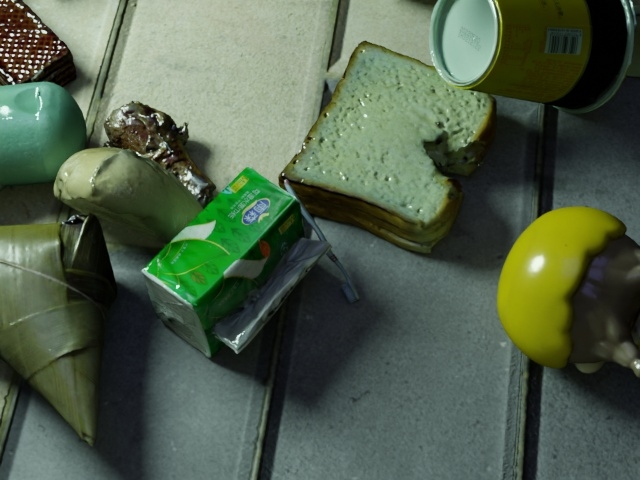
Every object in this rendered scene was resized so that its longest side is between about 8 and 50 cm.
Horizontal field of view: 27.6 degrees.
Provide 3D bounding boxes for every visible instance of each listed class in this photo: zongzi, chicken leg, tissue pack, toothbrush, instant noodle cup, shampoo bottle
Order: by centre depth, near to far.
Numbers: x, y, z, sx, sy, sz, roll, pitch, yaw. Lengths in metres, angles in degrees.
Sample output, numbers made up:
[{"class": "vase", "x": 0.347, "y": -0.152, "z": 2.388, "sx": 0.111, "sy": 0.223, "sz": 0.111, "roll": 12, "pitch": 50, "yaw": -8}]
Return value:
[{"class": "zongzi", "x": -0.418, "y": 0.123, "z": 1.676, "sx": 0.289, "sy": 0.154, "sz": 0.318, "roll": -4, "pitch": 53, "yaw": 0}, {"class": "tissue pack", "x": -0.102, "y": 0.043, "z": 1.726, "sx": 0.156, "sy": 0.148, "sz": 0.209, "roll": 34, "pitch": 66, "yaw": 21}, {"class": "toothbrush", "x": 0.000, "y": 0.000, "z": 1.782, "sx": 0.019, "sy": 0.013, "sz": 0.193, "roll": -30, "pitch": 90, "yaw": -4}, {"class": "instant noodle cup", "x": 0.287, "y": -0.283, "z": 1.822, "sx": 0.236, "sy": 0.215, "sz": 0.215, "roll": -3, "pitch": 54, "yaw": -36}, {"class": "shampoo bottle", "x": -0.506, "y": -0.142, "z": 1.844, "sx": 0.349, "sy": 0.151, "sz": 0.222, "roll": -4, "pitch": 52, "yaw": -2}, {"class": "chicken leg", "x": -0.226, "y": -0.122, "z": 1.875, "sx": 0.196, "sy": 0.080, "sz": 0.125, "roll": 28, "pitch": 74, "yaw": 8}]

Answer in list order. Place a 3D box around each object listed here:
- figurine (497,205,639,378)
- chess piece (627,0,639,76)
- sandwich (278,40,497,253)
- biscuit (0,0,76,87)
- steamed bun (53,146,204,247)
[{"class": "figurine", "x": 0.400, "y": 0.086, "z": 1.681, "sx": 0.343, "sy": 0.187, "sz": 0.215, "roll": 18, "pitch": 74, "yaw": 4}, {"class": "chess piece", "x": 0.502, "y": -0.376, "z": 1.973, "sx": 0.133, "sy": 0.133, "sz": 0.243, "roll": 12, "pitch": 56, "yaw": 8}, {"class": "sandwich", "x": 0.108, "y": -0.134, "z": 1.856, "sx": 0.249, "sy": 0.095, "sz": 0.273, "roll": 21, "pitch": 64, "yaw": 14}, {"class": "biscuit", "x": -0.483, "y": -0.313, "z": 1.989, "sx": 0.106, "sy": 0.070, "sz": 0.252, "roll": -36, "pitch": 65, "yaw": -19}, {"class": "steamed bun", "x": -0.273, "y": -0.075, "z": 1.774, "sx": 0.212, "sy": 0.231, "sz": 0.110, "roll": 18, "pitch": 80, "yaw": 37}]
